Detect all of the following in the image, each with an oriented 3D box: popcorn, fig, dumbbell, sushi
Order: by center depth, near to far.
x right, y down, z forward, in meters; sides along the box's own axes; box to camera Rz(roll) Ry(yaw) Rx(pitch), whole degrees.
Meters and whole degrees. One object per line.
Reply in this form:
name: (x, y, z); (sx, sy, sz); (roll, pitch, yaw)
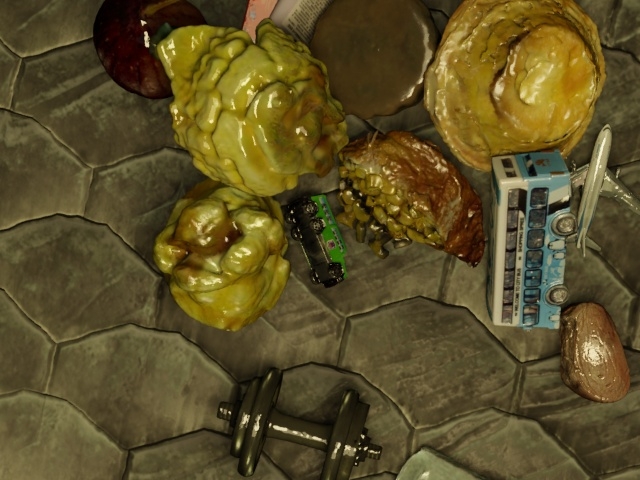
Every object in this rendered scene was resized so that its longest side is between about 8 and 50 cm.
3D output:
popcorn: (-0.091, -0.210, 1.533); (0.237, 0.293, 0.293); (10, 95, 44)
fig: (-0.293, -0.344, 1.617); (0.204, 0.249, 0.186); (34, 87, 6)
popcorn: (-0.163, 0.022, 1.624); (0.225, 0.276, 0.276); (-16, 91, 1)
sushi: (0.146, -0.068, 1.644); (0.296, 0.167, 0.179); (40, 72, -4)
dumbbell: (-0.037, 0.328, 1.660); (0.290, 0.192, 0.192); (15, 94, 4)

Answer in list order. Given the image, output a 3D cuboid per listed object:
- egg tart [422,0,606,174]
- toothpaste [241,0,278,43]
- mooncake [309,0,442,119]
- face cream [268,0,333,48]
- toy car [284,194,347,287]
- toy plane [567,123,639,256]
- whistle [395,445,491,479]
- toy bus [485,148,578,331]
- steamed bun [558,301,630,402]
egg tart: (0.334, -0.251, 1.563); (0.341, 0.129, 0.341); (-8, 112, -20)
toothpaste: (-0.088, -0.411, 1.682); (0.066, 0.076, 0.320); (15, 95, 4)
mooncake: (0.098, -0.315, 1.635); (0.228, 0.124, 0.228); (1, 94, 20)
face cream: (-0.010, -0.422, 1.654); (0.096, 0.154, 0.274); (28, 88, 26)
toy car: (0.000, 0.000, 1.694); (0.071, 0.062, 0.165); (-22, 91, 51)
toy plane: (0.462, -0.086, 1.653); (0.226, 0.058, 0.226); (8, 98, -2)
whistle: (0.312, 0.503, 1.635); (0.405, 0.188, 0.168); (25, 95, 4)
toy bus: (0.341, 0.004, 1.587); (0.131, 0.106, 0.297); (-2, 122, 1)
steamed bun: (0.451, 0.188, 1.629); (0.106, 0.145, 0.175); (-14, 87, 7)
